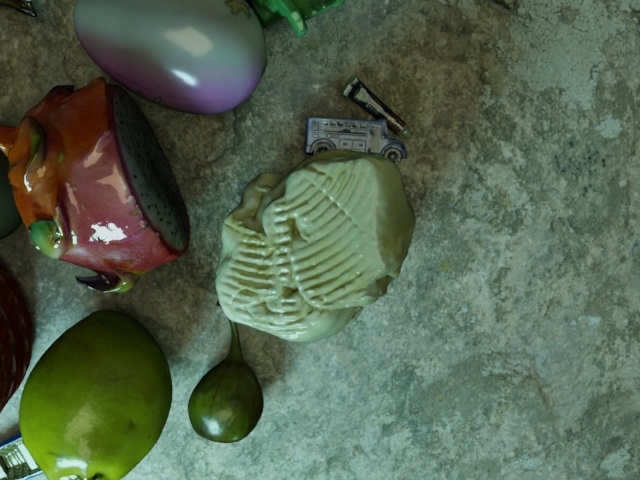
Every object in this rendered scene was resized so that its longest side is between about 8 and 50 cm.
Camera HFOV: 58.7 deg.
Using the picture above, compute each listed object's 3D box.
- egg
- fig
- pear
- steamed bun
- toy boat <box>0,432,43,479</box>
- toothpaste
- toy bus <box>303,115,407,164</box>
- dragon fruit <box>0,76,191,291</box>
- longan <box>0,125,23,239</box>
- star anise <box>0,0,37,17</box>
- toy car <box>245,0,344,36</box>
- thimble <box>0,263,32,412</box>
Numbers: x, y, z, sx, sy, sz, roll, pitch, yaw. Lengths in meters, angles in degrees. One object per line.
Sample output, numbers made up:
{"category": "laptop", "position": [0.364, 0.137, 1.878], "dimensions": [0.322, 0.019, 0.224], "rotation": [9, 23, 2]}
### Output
{"category": "egg", "position": [-0.210, -0.289, 0.816], "dimensions": [0.271, 0.196, 0.197], "rotation": [29, 94, 2]}
{"category": "fig", "position": [-0.157, 0.214, 0.952], "dimensions": [0.124, 0.124, 0.237], "rotation": [1, 75, -7]}
{"category": "pear", "position": [-0.328, 0.233, 0.854], "dimensions": [0.212, 0.269, 0.213], "rotation": [-3, 138, -2]}
{"category": "steamed bun", "position": [0.003, 0.001, 0.879], "dimensions": [0.275, 0.203, 0.290], "rotation": [16, 96, 17]}
{"category": "toy boat", "position": [-0.456, 0.341, 0.951], "dimensions": [0.228, 0.046, 0.080], "rotation": [-25, 99, -3]}
{"category": "toothpaste", "position": [0.097, -0.216, 0.946], "dimensions": [0.140, 0.021, 0.037], "rotation": [38, 103, -8]}
{"category": "toy bus", "position": [0.057, -0.161, 0.920], "dimensions": [0.167, 0.073, 0.076], "rotation": [3, 98, -5]}
{"category": "dragon fruit", "position": [-0.316, -0.070, 0.792], "dimensions": [0.189, 0.290, 0.291], "rotation": [-22, 100, -2]}
{"category": "longan", "position": [-0.516, -0.096, 0.811], "dimensions": [0.198, 0.198, 0.212], "rotation": [-43, 76, 1]}
{"category": "star anise", "position": [-0.557, -0.423, 0.801], "dimensions": [0.314, 0.108, 0.316], "rotation": [-1, 100, -3]}
{"category": "toy car", "position": [-0.062, -0.471, 0.813], "dimensions": [0.213, 0.176, 0.359], "rotation": [-27, 100, -3]}
{"category": "thimble", "position": [-0.611, 0.156, 0.816], "dimensions": [0.349, 0.230, 0.351], "rotation": [-1, 98, -8]}
